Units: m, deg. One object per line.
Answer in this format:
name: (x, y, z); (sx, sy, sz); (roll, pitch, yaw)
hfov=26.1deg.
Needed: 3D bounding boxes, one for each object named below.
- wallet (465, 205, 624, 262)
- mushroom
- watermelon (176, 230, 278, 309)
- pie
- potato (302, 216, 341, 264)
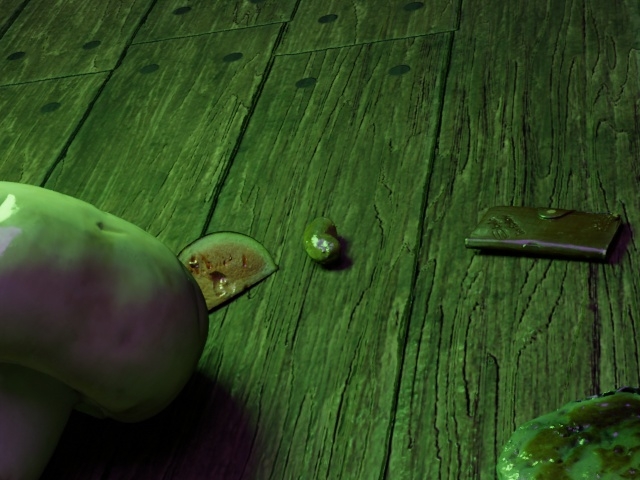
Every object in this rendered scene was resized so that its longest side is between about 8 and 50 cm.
wallet: (0.275, -0.012, 1.687); (0.176, 0.026, 0.095); (5, 34, 28)
mushroom: (-0.294, 0.090, 1.489); (0.325, 0.353, 0.353); (-22, 28, 19)
watermelon: (-0.145, 0.044, 1.759); (0.163, 0.087, 0.069); (-29, -4, -26)
pie: (0.275, 0.217, 1.284); (0.240, 0.054, 0.240); (-11, 29, 6)
potato: (0.000, 0.000, 1.765); (0.046, 0.045, 0.092); (17, 28, -19)
